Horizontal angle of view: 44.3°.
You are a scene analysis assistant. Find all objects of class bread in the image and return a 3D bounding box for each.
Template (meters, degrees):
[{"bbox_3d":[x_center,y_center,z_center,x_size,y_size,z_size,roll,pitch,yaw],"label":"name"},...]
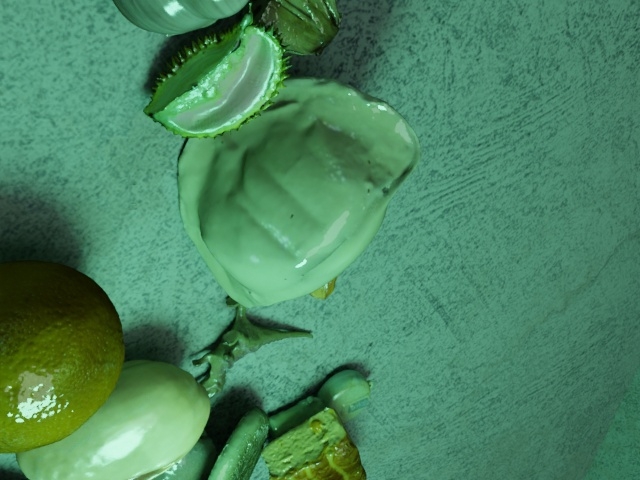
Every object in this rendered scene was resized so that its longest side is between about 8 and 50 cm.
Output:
[{"bbox_3d":[-0.007,0.466,1.622,0.184,0.114,0.275,-30,147,-9],"label":"bread"},{"bbox_3d":[-0.161,0.437,1.476,0.267,0.040,0.267,23,90,-79],"label":"bread"},{"bbox_3d":[-0.315,0.487,1.441,0.183,0.102,0.337,2,118,-38],"label":"bread"}]

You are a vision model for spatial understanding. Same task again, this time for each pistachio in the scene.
[{"bbox_3d":[-0.319,0.301,1.249,0.299,0.187,0.188,-27,132,-21],"label":"pistachio"}]

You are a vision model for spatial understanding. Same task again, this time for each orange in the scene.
[{"bbox_3d":[-0.394,0.153,1.035,0.264,0.264,0.264,-21,129,-28],"label":"orange"}]

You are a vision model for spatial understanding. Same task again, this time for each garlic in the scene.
[{"bbox_3d":[-0.138,-0.363,0.961,0.207,0.207,0.257,23,91,-46],"label":"garlic"}]

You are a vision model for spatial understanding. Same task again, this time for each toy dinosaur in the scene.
[{"bbox_3d":[-0.129,0.181,1.424,0.251,0.072,0.200,-41,148,-27],"label":"toy dinosaur"}]

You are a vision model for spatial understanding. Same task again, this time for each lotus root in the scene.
[{"bbox_3d":[-0.041,-0.331,1.132,0.144,0.070,0.143,33,89,-43],"label":"lotus root"}]

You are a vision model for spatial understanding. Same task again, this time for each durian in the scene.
[{"bbox_3d":[-0.133,-0.231,1.082,0.220,0.096,0.137,-33,139,27],"label":"durian"}]

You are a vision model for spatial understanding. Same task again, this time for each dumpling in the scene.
[{"bbox_3d":[-0.053,-0.083,1.172,0.395,0.233,0.315,-36,107,18],"label":"dumpling"}]

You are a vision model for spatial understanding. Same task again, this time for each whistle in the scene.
[{"bbox_3d":[0.008,0.345,1.633,0.257,0.067,0.126,-16,130,-28],"label":"whistle"}]

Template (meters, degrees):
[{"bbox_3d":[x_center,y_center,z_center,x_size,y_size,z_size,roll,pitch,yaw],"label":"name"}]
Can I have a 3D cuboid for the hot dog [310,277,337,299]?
[{"bbox_3d":[0.000,0.000,1.380,0.076,0.102,0.249,8,117,3],"label":"hot dog"}]
